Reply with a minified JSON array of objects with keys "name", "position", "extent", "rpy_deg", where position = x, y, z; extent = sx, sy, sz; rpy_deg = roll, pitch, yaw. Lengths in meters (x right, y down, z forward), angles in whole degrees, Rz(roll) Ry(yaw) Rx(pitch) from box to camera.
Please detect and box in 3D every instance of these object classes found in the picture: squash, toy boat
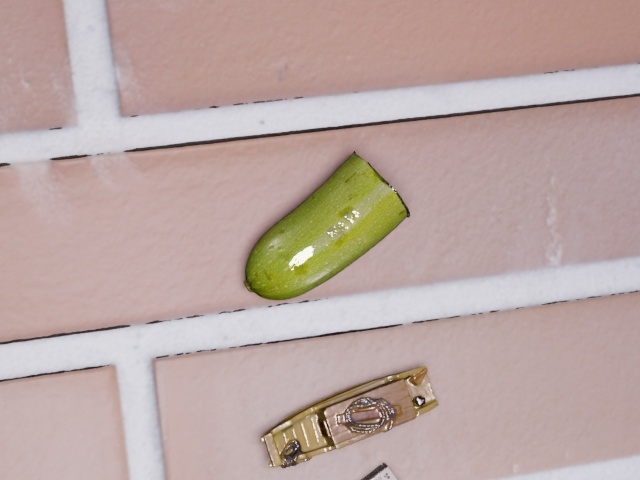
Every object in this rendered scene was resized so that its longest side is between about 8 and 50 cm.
[{"name":"squash","position":[0.000,0.000,1.469],"extent":[0.188,0.095,0.095],"rpy_deg":[-41,94,-8]},{"name":"toy boat","position":[0.032,0.190,1.461],"extent":[0.200,0.077,0.057],"rpy_deg":[-20,90,-12]}]

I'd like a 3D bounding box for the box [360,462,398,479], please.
[{"name":"box","position":[-0.001,0.325,1.463],"extent":[0.218,0.039,0.055],"rpy_deg":[-34,91,-11]}]
